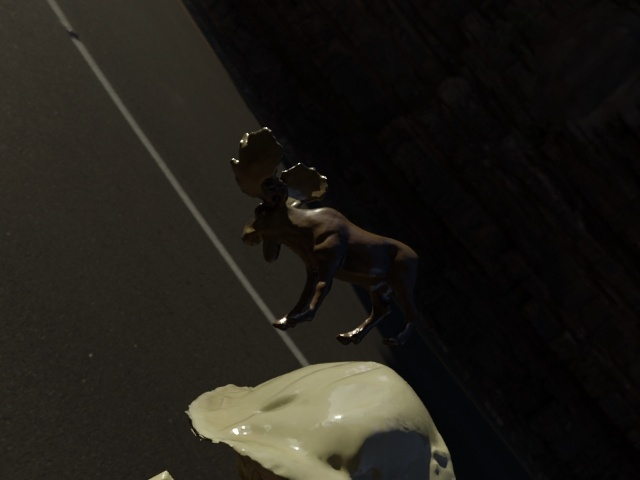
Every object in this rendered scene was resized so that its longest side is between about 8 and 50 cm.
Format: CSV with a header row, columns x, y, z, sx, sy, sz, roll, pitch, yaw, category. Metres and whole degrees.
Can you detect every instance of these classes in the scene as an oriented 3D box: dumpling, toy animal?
x,y,z,sx,sy,sz,roll,pitch,yaw,category
-0.022,0.251,0.642,0.315,0.233,0.395,25,-7,-28,dumpling
0.000,0.000,0.482,0.214,0.094,0.186,17,70,-12,toy animal

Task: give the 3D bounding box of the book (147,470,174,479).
x,y,z,sx,sy,sz,roll,pitch,yaw,category
-0.227,0.459,0.650,0.310,0.216,0.021,65,-4,-26,book
